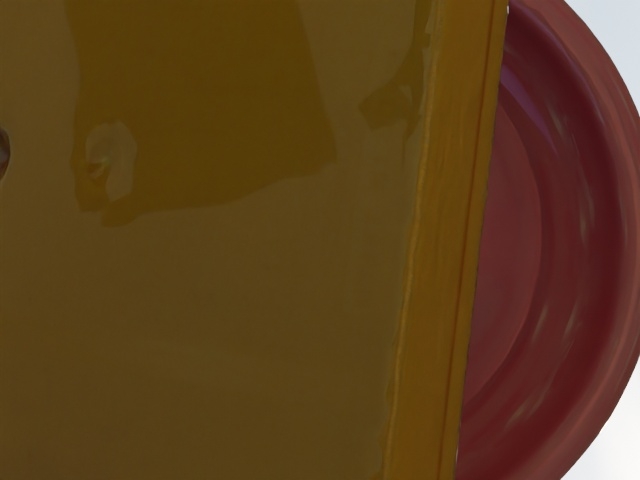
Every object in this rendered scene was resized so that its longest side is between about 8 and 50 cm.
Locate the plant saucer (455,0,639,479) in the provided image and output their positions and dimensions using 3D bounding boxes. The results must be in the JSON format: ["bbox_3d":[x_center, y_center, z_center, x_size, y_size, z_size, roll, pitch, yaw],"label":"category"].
[{"bbox_3d":[0.000,0.000,0.904,0.084,0.332,0.332,-138,31,-85],"label":"plant saucer"}]

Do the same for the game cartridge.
[{"bbox_3d":[-0.069,-0.029,0.728,0.052,0.323,0.285,8,-91,-49],"label":"game cartridge"}]
